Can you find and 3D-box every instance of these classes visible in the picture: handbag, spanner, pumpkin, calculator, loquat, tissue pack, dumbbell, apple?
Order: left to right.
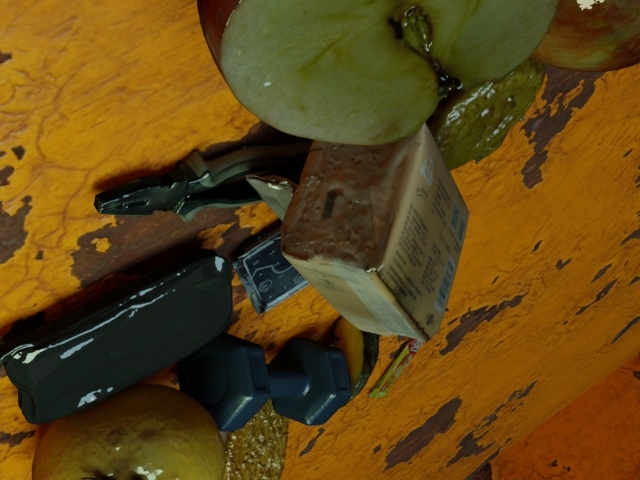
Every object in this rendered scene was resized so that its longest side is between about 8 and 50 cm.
[{"bbox_3d":[-0.269,0.130,1.239,0.332,0.075,0.191,-25,148,-23],"label":"handbag"},{"bbox_3d":[-0.267,0.339,1.319,0.275,0.275,0.275,-29,150,-19],"label":"loquat"},{"bbox_3d":[-0.133,-0.071,1.151,0.325,0.040,0.095,-14,144,-41],"label":"spanner"},{"bbox_3d":[-0.086,0.234,1.537,0.160,0.144,0.325,-51,151,17],"label":"dumbbell"},{"bbox_3d":[0.000,0.000,1.397,0.274,0.028,0.165,-32,143,-10],"label":"calculator"},{"bbox_3d":[0.061,0.237,1.718,0.254,0.149,0.130,-49,142,15],"label":"pumpkin"},{"bbox_3d":[0.049,-0.020,1.219,0.238,0.238,0.305,-40,152,1],"label":"tissue pack"},{"bbox_3d":[0.071,-0.238,0.901,0.365,0.329,0.295,39,64,-63],"label":"apple"},{"bbox_3d":[0.302,-0.341,1.086,0.301,0.301,0.301,-29,150,-19],"label":"apple"}]

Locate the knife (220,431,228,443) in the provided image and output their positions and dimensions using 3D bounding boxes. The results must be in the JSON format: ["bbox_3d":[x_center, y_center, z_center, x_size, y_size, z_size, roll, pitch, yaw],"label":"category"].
[{"bbox_3d":[-0.242,0.334,1.606,0.336,0.043,0.081,1,126,-48],"label":"knife"}]

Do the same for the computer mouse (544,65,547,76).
[{"bbox_3d":[0.283,-0.211,1.445,0.199,0.045,0.102,-50,153,19],"label":"computer mouse"}]

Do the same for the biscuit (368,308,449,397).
[{"bbox_3d":[0.187,0.242,1.999,0.048,0.026,0.292,9,128,-30],"label":"biscuit"}]

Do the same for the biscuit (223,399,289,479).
[{"bbox_3d":[-0.114,0.386,1.684,0.254,0.035,0.254,5,90,-69],"label":"biscuit"}]

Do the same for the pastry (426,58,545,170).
[{"bbox_3d":[0.201,-0.211,1.277,0.235,0.132,0.240,-16,152,-50],"label":"pastry"}]
